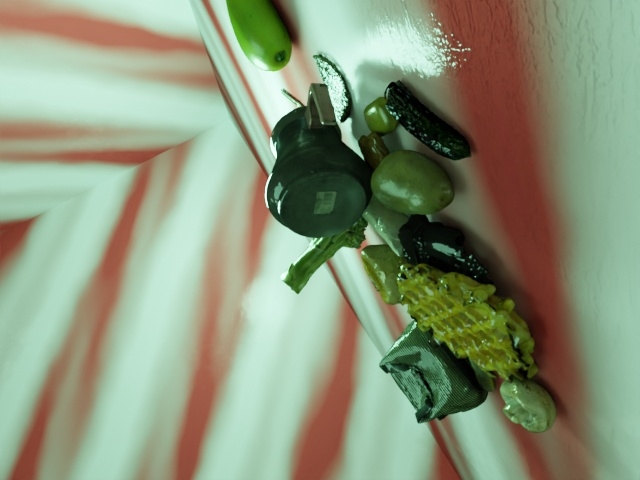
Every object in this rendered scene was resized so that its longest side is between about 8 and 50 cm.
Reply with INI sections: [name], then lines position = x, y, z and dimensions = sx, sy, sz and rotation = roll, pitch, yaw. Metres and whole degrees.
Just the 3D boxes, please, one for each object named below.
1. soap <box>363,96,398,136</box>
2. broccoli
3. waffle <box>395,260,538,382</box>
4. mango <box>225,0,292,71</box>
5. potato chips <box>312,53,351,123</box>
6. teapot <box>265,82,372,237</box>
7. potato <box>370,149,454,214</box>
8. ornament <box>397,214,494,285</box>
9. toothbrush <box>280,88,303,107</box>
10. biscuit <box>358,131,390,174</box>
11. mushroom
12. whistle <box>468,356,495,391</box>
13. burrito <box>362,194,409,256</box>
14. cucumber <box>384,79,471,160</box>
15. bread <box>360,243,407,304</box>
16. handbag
[soap]
position = 0.149, -0.307, 1.052
dimensions = 0.088, 0.045, 0.140
rotation = 64, 170, -8
[broccoli]
position = 0.027, 0.002, 1.572
dimensions = 0.275, 0.353, 0.396
rotation = 30, 108, 45
[waffle]
position = 0.361, 0.202, 1.079
dimensions = 0.382, 0.095, 0.379
rotation = 20, 151, 46
[mango]
position = -0.214, -0.714, 1.377
dimensions = 0.343, 0.156, 0.192
rotation = 63, 162, 3
[potato chips]
position = 0.033, -0.448, 1.275
dimensions = 0.202, 0.029, 0.220
rotation = 52, 166, 25
[teapot]
position = -0.017, -0.240, 1.230
dimensions = 0.376, 0.306, 0.361
rotation = 101, 161, -44
[potato]
position = 0.214, -0.125, 0.961
dimensions = 0.194, 0.157, 0.157
rotation = 42, 160, 52
[ornament]
position = 0.335, 0.056, 1.069
dimensions = 0.260, 0.106, 0.251
rotation = 34, 163, 37
[toothbrush]
position = -0.101, -0.551, 1.673
dimensions = 0.294, 0.028, 0.026
rotation = 57, 170, 44
[biscuit]
position = 0.178, -0.182, 1.154
dimensions = 0.208, 0.041, 0.290
rotation = 52, 177, 41
[mushroom]
position = 0.529, 0.419, 1.076
dimensions = 0.148, 0.112, 0.148
rotation = 48, 163, 20
[whistle]
position = 0.470, 0.330, 1.271
dimensions = 0.326, 0.057, 0.068
rotation = 64, 173, -26
[burrito]
position = 0.179, -0.100, 1.306
dimensions = 0.392, 0.117, 0.076
rotation = 54, 154, 36
[cucumber]
position = 0.213, -0.240, 0.864
dimensions = 0.245, 0.067, 0.067
rotation = 56, 170, 32
[bread]
position = 0.251, 0.116, 1.538
dimensions = 0.244, 0.134, 0.244
rotation = 59, 173, 11
[handbag]
position = 0.381, 0.454, 1.446
dimensions = 0.247, 0.240, 0.340
rotation = 22, -154, -55
